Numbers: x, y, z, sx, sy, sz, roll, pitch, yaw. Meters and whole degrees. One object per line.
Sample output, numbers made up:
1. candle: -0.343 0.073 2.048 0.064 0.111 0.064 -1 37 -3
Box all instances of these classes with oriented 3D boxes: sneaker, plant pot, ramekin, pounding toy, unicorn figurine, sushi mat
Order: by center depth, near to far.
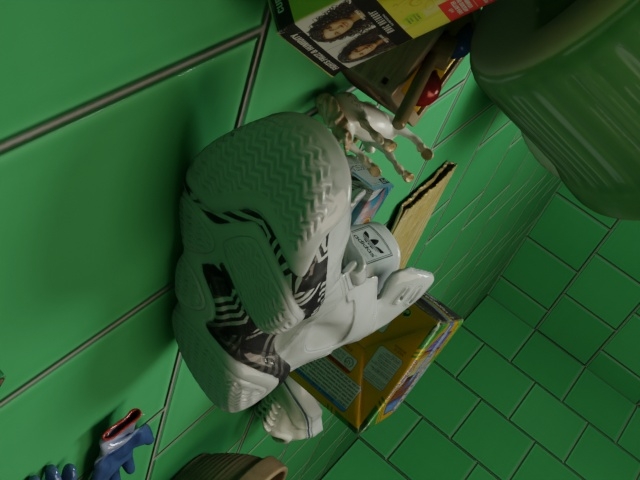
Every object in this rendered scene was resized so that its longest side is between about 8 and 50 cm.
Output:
1. ramekin: 0.251 -0.178 0.589 0.303 0.148 0.303 -46 -160 22
2. pounding toy: 0.076 -0.156 0.676 0.130 0.100 0.141 -54 165 5
3. sneaker: -0.002 0.003 0.681 0.210 0.137 0.366 -27 159 -29
4. unicorn figurine: 0.046 -0.099 0.746 0.060 0.111 0.162 -43 150 5
5. plant pot: -0.163 0.384 1.166 0.237 0.109 0.237 -46 163 -18
6. sneaker: -0.052 0.254 1.235 0.091 0.094 0.258 -25 147 -10
7. sushi mat: 0.128 0.014 1.342 0.151 0.019 0.316 -41 161 -38

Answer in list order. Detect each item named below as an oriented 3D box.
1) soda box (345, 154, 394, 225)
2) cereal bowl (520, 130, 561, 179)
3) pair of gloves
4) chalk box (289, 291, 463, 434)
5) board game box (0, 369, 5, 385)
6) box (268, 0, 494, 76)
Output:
1. soda box: 0.000 0.000 0.870 0.183 0.063 0.058 -59 163 23
2. cereal bowl: 0.407 -0.247 1.207 0.339 0.141 0.339 -13 113 -32
3. pair of gloves: -0.238 0.238 0.800 0.198 0.023 0.159 -38 161 -38
4. chalk box: 0.072 0.130 1.143 0.179 0.180 0.289 -54 163 5
5. board game box: -0.323 0.194 0.416 0.317 0.046 0.213 -55 163 10
6. box: 0.084 -0.180 0.488 0.232 0.058 0.087 -21 162 21
